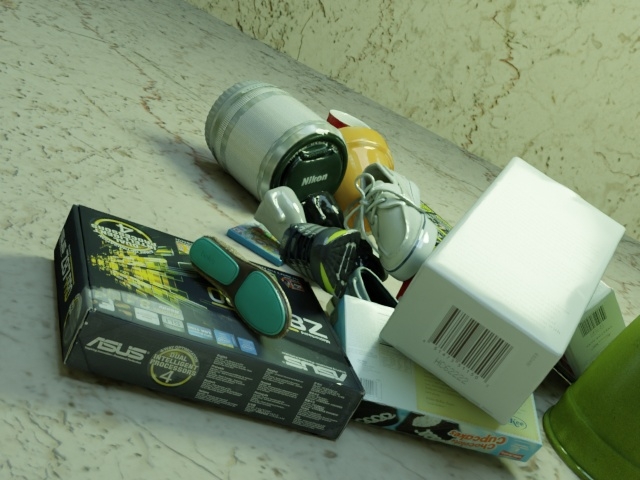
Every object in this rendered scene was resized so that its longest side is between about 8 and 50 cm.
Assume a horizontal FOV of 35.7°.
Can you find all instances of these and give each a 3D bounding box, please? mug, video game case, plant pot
[{"bbox_3d":[0.024,-0.222,2.426,0.150,0.169,0.113,7,27,-44],"label":"mug"},{"bbox_3d":[-0.095,-0.001,1.900,0.119,0.015,0.166,30,18,13],"label":"video game case"},{"bbox_3d":[0.620,0.250,1.652,0.367,0.353,0.366,24,18,-8],"label":"plant pot"},{"bbox_3d":[0.080,-0.117,2.209,0.205,0.205,0.188,15,37,-32],"label":"plant pot"}]

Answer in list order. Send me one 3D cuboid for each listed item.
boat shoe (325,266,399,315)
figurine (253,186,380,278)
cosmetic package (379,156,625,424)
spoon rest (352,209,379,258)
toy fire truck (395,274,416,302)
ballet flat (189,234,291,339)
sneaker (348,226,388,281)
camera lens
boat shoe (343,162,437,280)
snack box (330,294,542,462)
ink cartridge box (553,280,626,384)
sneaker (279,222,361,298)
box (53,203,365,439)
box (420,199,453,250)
[{"bbox_3d":[0.129,0.161,1.622,0.116,0.099,0.319,12,25,-46],"label":"boat shoe"},{"bbox_3d":[0.000,0.000,1.890,0.215,0.092,0.209,3,42,-55],"label":"figurine"},{"bbox_3d":[0.297,0.058,1.556,0.230,0.161,0.453,36,36,10],"label":"cosmetic package"},{"bbox_3d":[0.174,0.037,2.099,0.276,0.084,0.137,40,20,0],"label":"spoon rest"},{"bbox_3d":[0.245,0.109,1.905,0.217,0.158,0.246,27,-3,-16],"label":"toy fire truck"},{"bbox_3d":[-0.096,0.062,1.341,0.206,0.073,0.067,44,8,32],"label":"ballet flat"},{"bbox_3d":[0.088,0.028,2.014,0.170,0.051,0.089,33,23,29],"label":"sneaker"},{"bbox_3d":[-0.092,-0.195,2.107,0.219,0.219,0.274,7,27,-46],"label":"camera lens"},{"bbox_3d":[0.122,-0.062,1.926,0.156,0.136,0.367,35,23,-18],"label":"boat shoe"},{"bbox_3d":[0.171,0.207,1.489,0.322,0.060,0.187,17,43,-17],"label":"snack box"},{"bbox_3d":[0.442,0.121,1.930,0.309,0.130,0.272,47,-6,44],"label":"ink cartridge box"},{"bbox_3d":[-0.007,0.024,1.562,0.121,0.111,0.300,16,-3,2],"label":"sneaker"},{"bbox_3d":[-0.164,0.107,1.376,0.395,0.097,0.318,20,20,-24],"label":"box"},{"bbox_3d":[0.218,-0.033,2.350,0.216,0.060,0.270,12,23,-39],"label":"box"}]
